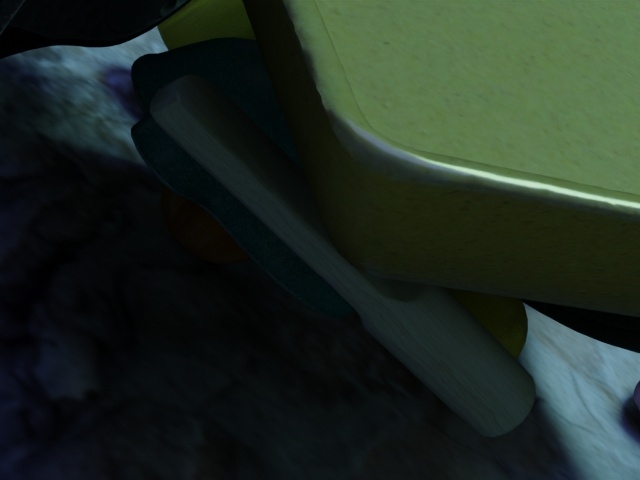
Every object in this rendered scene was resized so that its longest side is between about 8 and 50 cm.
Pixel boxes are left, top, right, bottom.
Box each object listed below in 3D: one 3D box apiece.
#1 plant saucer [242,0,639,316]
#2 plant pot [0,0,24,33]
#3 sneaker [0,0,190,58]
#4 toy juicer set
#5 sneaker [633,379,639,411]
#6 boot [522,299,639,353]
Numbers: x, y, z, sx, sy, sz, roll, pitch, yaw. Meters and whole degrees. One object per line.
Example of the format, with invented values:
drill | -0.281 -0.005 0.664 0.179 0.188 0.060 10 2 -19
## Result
plant saucer | 0.096 -0.080 0.540 0.333 0.081 0.332 10 40 -27
plant pot | -0.167 -0.126 0.387 0.187 0.188 0.167 29 36 -23
sneaker | -0.150 -0.145 0.590 0.163 0.086 0.226 43 40 20
toy juicer set | 0.000 0.000 0.608 0.209 0.089 0.329 49 11 -13
sneaker | 0.283 0.066 0.790 0.095 0.236 0.104 127 -57 -70
boot | 0.188 -0.059 0.814 0.284 0.138 0.377 2 21 -32
